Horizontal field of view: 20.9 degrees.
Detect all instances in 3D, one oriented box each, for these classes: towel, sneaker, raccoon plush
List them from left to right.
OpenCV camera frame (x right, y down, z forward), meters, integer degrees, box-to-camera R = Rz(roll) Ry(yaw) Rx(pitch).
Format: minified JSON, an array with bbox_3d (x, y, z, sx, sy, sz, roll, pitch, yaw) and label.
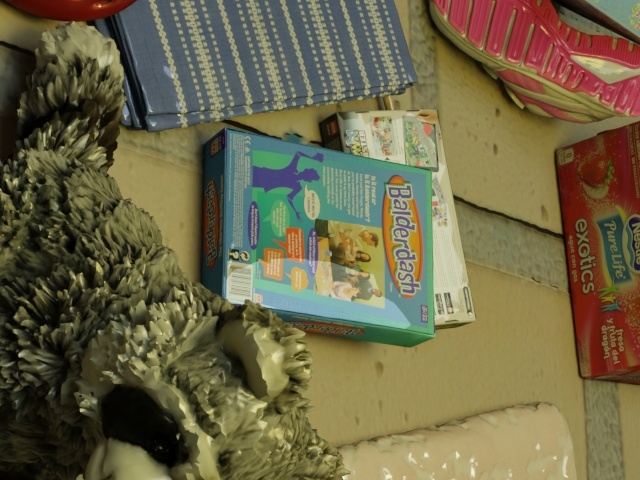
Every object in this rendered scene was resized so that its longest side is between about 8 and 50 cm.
[{"bbox_3d":[-0.115,0.000,1.205,0.216,0.299,0.446,54,38,-58],"label":"raccoon plush"},{"bbox_3d":[-0.069,-0.225,1.549,0.336,0.040,0.243,-12,83,-42],"label":"towel"},{"bbox_3d":[0.144,0.320,1.577,0.331,0.053,0.317,-5,80,-46],"label":"towel"},{"bbox_3d":[0.216,-0.187,1.792,0.252,0.111,0.103,30,66,-8],"label":"sneaker"}]

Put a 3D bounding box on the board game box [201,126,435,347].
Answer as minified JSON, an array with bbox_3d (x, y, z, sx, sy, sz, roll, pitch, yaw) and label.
[{"bbox_3d":[0.000,0.000,1.512,0.210,0.047,0.160,11,68,-26],"label":"board game box"}]

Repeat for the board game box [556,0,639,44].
[{"bbox_3d":[0.270,-0.261,1.805,0.160,0.211,0.039,26,98,-37],"label":"board game box"}]

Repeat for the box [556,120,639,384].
[{"bbox_3d":[0.344,0.016,1.827,0.128,0.122,0.257,11,69,-43],"label":"box"}]

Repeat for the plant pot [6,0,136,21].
[{"bbox_3d":[-0.178,-0.288,1.351,0.191,0.174,0.191,9,69,-26],"label":"plant pot"}]

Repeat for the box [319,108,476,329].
[{"bbox_3d":[0.072,-0.018,1.611,0.114,0.036,0.207,-4,79,-30],"label":"box"}]

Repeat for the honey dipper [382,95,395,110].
[{"bbox_3d":[0.064,-0.137,1.674,0.030,0.030,0.161,-15,91,-46],"label":"honey dipper"}]
